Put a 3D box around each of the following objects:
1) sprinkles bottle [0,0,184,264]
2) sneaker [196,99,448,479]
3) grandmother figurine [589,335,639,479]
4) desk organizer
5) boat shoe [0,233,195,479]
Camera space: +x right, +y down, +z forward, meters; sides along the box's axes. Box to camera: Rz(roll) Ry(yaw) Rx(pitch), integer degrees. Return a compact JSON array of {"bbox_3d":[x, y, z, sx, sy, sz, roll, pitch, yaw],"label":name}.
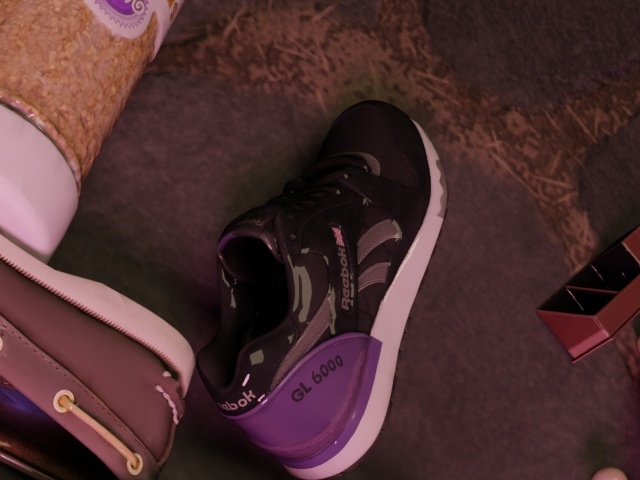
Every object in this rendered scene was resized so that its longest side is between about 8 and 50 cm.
[{"bbox_3d":[-0.159,-0.138,0.860,0.121,0.121,0.355,33,50,-15],"label":"sprinkles bottle"},{"bbox_3d":[0.000,0.000,0.877,0.124,0.107,0.283,42,45,-35],"label":"sneaker"},{"bbox_3d":[0.278,0.216,0.979,0.207,0.104,0.342,19,52,-15],"label":"grandmother figurine"},{"bbox_3d":[0.230,0.038,1.079,0.050,0.047,0.130,52,48,4],"label":"desk organizer"},{"bbox_3d":[-0.216,0.043,0.725,0.324,0.116,0.097,31,48,-24],"label":"boat shoe"}]
